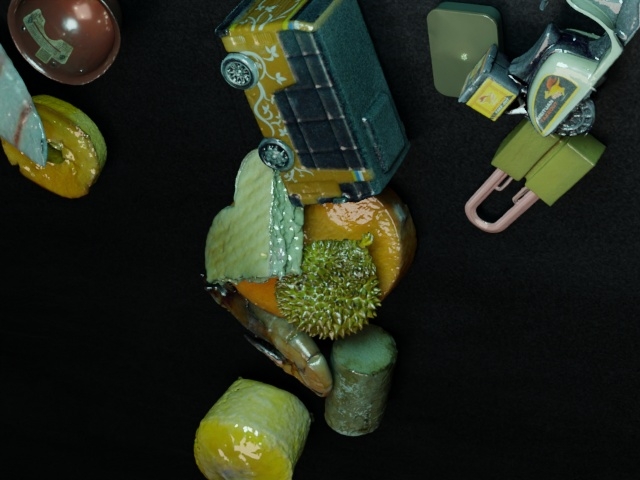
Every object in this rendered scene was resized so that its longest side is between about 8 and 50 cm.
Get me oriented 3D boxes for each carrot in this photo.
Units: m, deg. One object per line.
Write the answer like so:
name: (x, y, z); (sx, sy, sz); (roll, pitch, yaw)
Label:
carrot: (0.000, 0.000, 1.898); (0.307, 0.100, 0.258); (-23, 113, 36)

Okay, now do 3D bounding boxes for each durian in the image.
durian: (0.017, 0.065, 1.814); (0.146, 0.102, 0.208); (40, 123, 0)

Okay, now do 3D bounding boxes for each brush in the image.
brush: (0.255, -0.074, 1.680); (0.103, 0.047, 0.233); (36, 140, -3)

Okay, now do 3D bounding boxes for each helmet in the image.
helmet: (-0.330, -0.310, 1.790); (0.155, 0.106, 0.175); (44, 133, -16)

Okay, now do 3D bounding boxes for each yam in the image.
yam: (0.060, 0.227, 2.056); (0.107, 0.107, 0.194); (22, 138, 14)

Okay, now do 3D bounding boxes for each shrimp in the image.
shrimp: (-0.074, 0.141, 2.054); (0.289, 0.075, 0.178); (36, 157, 24)

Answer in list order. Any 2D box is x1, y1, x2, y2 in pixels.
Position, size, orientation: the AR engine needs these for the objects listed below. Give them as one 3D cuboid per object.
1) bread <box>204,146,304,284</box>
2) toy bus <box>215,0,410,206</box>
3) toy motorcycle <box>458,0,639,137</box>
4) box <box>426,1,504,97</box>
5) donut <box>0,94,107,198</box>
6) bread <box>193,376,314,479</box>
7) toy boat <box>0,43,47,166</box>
bread: (-0.078, -0.014, 1.796); (0.172, 0.064, 0.232); (54, 128, 38)
toy bus: (-0.002, -0.185, 1.676); (0.167, 0.138, 0.275); (-1, 126, 32)
toy motorcycle: (0.284, -0.223, 1.476); (0.157, 0.091, 0.263); (29, 134, -7)
box: (0.180, -0.230, 1.590); (0.091, 0.031, 0.126); (10, 135, 25)
donut: (-0.410, -0.154, 2.029); (0.178, 0.065, 0.162); (39, 134, -4)
bread: (-0.117, 0.343, 2.234); (0.197, 0.170, 0.197); (19, 139, 17)
toy boat: (-0.496, -0.213, 1.953); (0.282, 0.096, 0.206); (33, 115, 29)
